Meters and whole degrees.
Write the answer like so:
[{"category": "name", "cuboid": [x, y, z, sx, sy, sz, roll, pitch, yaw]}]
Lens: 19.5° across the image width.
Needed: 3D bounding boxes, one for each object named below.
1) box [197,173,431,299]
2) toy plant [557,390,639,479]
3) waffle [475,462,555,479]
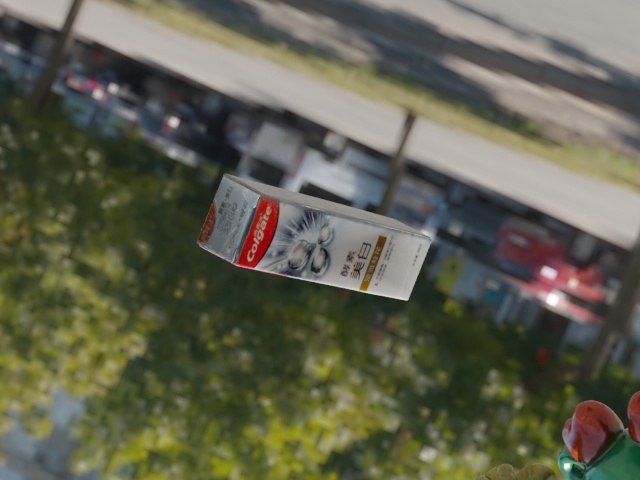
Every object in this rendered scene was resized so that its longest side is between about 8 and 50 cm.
[{"category": "box", "cuboid": [0.000, 0.000, 1.314, 0.039, 0.055, 0.218, 26, -172, 35]}, {"category": "toy plant", "cuboid": [0.368, 0.266, 1.567, 0.400, 0.185, 0.279, 23, 176, 29]}, {"category": "waffle", "cuboid": [0.117, 0.315, 1.686, 0.056, 0.261, 0.250, 46, 153, 41]}]
